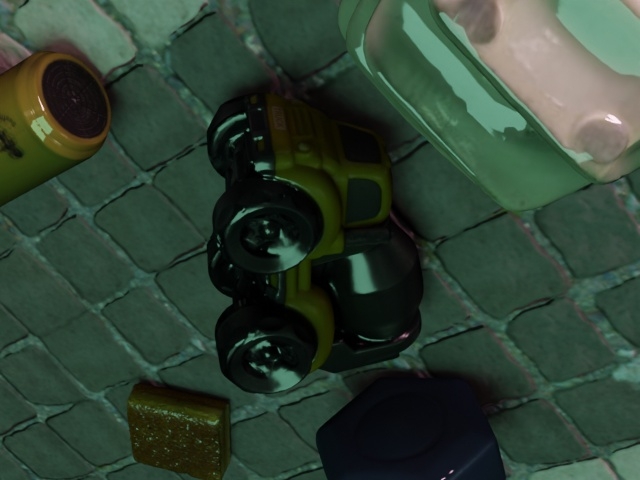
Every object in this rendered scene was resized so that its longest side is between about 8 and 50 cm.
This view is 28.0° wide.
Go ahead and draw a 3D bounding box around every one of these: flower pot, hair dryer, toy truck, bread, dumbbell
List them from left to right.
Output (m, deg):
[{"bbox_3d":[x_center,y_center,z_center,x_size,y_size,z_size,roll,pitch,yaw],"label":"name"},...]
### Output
[{"bbox_3d":[-0.285,-0.158,0.963,0.135,0.090,0.278,-22,112,35],"label":"hair dryer"},{"bbox_3d":[-0.132,0.181,1.215,0.094,0.035,0.090,11,131,14],"label":"bread"},{"bbox_3d":[0.000,0.000,0.953,0.165,0.147,0.224,-3,128,-6],"label":"toy truck"},{"bbox_3d":[0.104,0.273,1.126,0.144,0.160,0.325,22,142,43],"label":"dumbbell"},{"bbox_3d":[0.172,-0.187,0.601,0.164,0.254,0.367,42,101,-13],"label":"flower pot"}]
